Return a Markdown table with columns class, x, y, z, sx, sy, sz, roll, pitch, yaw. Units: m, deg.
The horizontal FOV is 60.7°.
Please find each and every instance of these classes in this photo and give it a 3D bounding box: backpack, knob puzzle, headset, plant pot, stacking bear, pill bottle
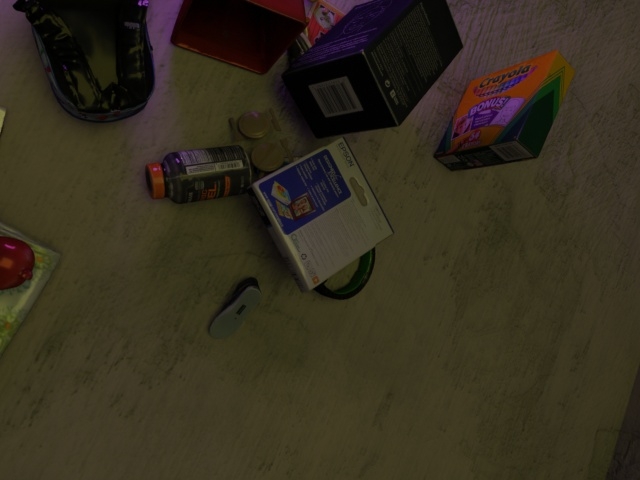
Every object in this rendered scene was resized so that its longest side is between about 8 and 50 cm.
| class | x | y | z | sx | sy | sz | roll | pitch | yaw |
| --- | --- | --- | --- | --- | --- | --- | --- | --- | --- |
| backpack | -0.502 | -0.401 | 1.232 | 0.276 | 0.213 | 0.264 | -14 | 89 | -20 |
| knob puzzle | 0.033 | -0.598 | 1.606 | 0.213 | 0.030 | 0.213 | -1 | 91 | -28 |
| headset | 0.000 | 0.000 | 1.562 | 0.394 | 0.185 | 0.243 | 48 | 65 | -36 |
| plant pot | -0.201 | -0.618 | 1.371 | 0.267 | 0.267 | 0.236 | 11 | 73 | -27 |
| stacking bear | -0.711 | 0.007 | 1.069 | 0.289 | 0.175 | 0.164 | 33 | 83 | -35 |
| pill bottle | -0.310 | -0.164 | 1.378 | 0.245 | 0.130 | 0.131 | -12 | 96 | -26 |

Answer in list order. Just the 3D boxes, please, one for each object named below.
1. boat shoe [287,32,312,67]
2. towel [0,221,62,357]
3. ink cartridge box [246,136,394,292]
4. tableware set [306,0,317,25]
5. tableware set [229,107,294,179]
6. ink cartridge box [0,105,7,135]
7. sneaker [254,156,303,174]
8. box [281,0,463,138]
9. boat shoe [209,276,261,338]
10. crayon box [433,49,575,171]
| class | x | y | z | sx | sy | sz | roll | pitch | yaw |
| --- | --- | --- | --- | --- | --- | --- | --- | --- | --- |
| boat shoe | -0.051 | -0.490 | 1.536 | 0.073 | 0.080 | 0.224 | -40 | 112 | -26 |
| towel | -0.789 | 0.111 | 1.157 | 0.320 | 0.090 | 0.375 | 32 | 77 | -23 |
| ink cartridge box | 0.006 | -0.073 | 1.428 | 0.307 | 0.072 | 0.304 | -32 | 98 | -30 |
| tableware set | -0.053 | -0.690 | 1.558 | 0.103 | 0.024 | 0.154 | -2 | 85 | -21 |
| tableware set | -0.159 | -0.261 | 1.472 | 0.128 | 0.039 | 0.194 | -17 | 69 | -13 |
| ink cartridge box | -0.741 | -0.247 | 1.210 | 0.062 | 0.029 | 0.115 | 17 | 82 | -26 |
| sneaker | -0.106 | -0.194 | 1.521 | 0.162 | 0.063 | 0.073 | -8 | 99 | -26 |
| box | 0.145 | -0.481 | 1.463 | 0.395 | 0.293 | 0.212 | -52 | 124 | -29 |
| boat shoe | -0.226 | 0.181 | 1.467 | 0.065 | 0.083 | 0.183 | 41 | 100 | -21 |
| crayon box | 0.556 | -0.386 | 1.691 | 0.106 | 0.363 | 0.313 | 32 | 76 | -23 |
